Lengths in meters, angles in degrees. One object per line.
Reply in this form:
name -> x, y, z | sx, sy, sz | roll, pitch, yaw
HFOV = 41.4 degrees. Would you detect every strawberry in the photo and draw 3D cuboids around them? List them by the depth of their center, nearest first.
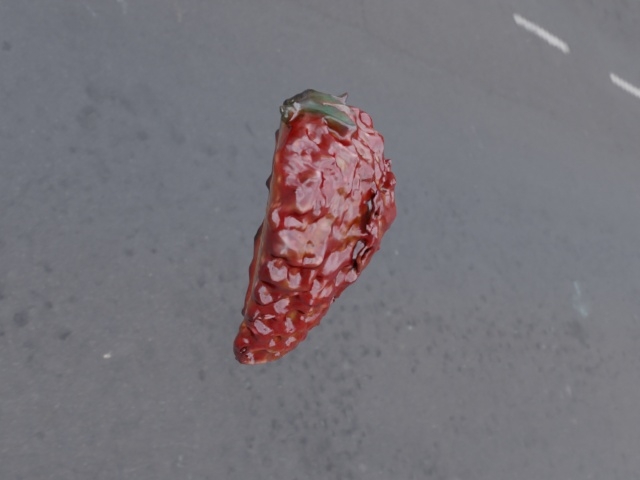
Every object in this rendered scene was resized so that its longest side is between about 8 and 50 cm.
strawberry -> 0.000, 0.000, 0.697 | 0.111, 0.236, 0.190 | 11, 18, -7
